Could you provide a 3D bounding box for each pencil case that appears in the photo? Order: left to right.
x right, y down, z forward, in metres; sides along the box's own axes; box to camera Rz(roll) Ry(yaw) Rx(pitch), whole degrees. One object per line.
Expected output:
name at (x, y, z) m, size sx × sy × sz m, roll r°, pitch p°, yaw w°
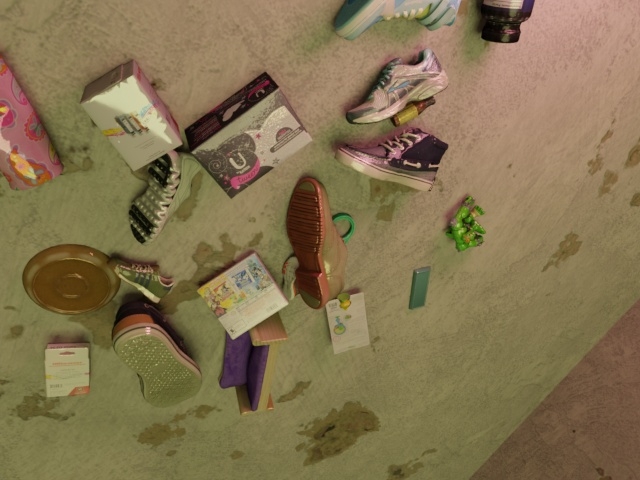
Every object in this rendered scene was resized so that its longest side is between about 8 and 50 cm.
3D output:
pencil case at (-0.647, -0.244, 0.954) m, size 0.124 × 0.124 × 0.284 m, roll -21°, pitch 128°, yaw -7°

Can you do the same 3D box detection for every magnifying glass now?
magnifying glass at (0.052, 0.018, 1.476) m, size 0.092 × 0.026 × 0.231 m, roll -3°, pitch 125°, yaw -20°

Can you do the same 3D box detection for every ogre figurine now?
ogre figurine at (0.488, -0.040, 1.571) m, size 0.118 × 0.097 × 0.197 m, roll -39°, pitch 147°, yaw -16°

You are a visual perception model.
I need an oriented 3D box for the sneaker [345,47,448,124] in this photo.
sneaker at (0.180, -0.394, 1.204) m, size 0.282 × 0.110 × 0.122 m, roll -29°, pitch 111°, yaw -4°

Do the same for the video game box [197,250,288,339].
video game box at (-0.230, 0.164, 1.402) m, size 0.205 × 0.048 × 0.187 m, roll -32°, pitch 102°, yaw 2°

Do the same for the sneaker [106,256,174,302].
sneaker at (-0.484, 0.089, 1.291) m, size 0.086 × 0.064 × 0.192 m, roll -40°, pitch 129°, yaw -1°

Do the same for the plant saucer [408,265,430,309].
plant saucer at (0.365, 0.179, 1.721) m, size 0.067 × 0.018 × 0.192 m, roll -11°, pitch 128°, yaw -14°

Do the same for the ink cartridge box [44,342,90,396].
ink cartridge box at (-0.738, 0.365, 1.376) m, size 0.115 × 0.067 × 0.198 m, roll 3°, pitch 124°, yaw -24°

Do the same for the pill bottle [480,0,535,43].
pill bottle at (0.460, -0.603, 1.137) m, size 0.122 × 0.123 × 0.219 m, roll -10°, pitch 127°, yaw -16°

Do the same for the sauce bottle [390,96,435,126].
sauce bottle at (0.253, -0.355, 1.280) m, size 0.128 × 0.042 × 0.042 m, roll -26°, pitch 129°, yaw 0°

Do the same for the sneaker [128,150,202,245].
sneaker at (-0.385, -0.100, 1.169) m, size 0.118 × 0.110 × 0.292 m, roll -20°, pitch 153°, yaw -55°

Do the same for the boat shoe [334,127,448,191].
boat shoe at (0.202, -0.249, 1.298) m, size 0.340 × 0.127 × 0.158 m, roll 8°, pitch 114°, yaw -36°

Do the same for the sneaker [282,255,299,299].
sneaker at (-0.079, 0.112, 1.481) m, size 0.064 × 0.061 × 0.158 m, roll -21°, pitch 135°, yaw -42°

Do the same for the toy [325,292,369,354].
toy at (0.093, 0.284, 1.661) m, size 0.136 × 0.056 × 0.237 m, roll -14°, pitch 123°, yaw -8°

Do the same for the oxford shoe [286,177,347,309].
oxford shoe at (0.000, 0.000, 1.384) m, size 0.146 × 0.140 × 0.397 m, roll -24°, pitch 123°, yaw -40°

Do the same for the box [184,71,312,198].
box at (-0.172, -0.248, 1.121) m, size 0.247 × 0.142 × 0.163 m, roll -34°, pitch 129°, yaw 4°

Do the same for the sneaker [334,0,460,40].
sneaker at (0.200, -0.532, 1.082) m, size 0.319 × 0.127 × 0.208 m, roll -41°, pitch 127°, yaw 10°

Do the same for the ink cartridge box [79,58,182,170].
ink cartridge box at (-0.406, -0.272, 1.018) m, size 0.127 × 0.128 × 0.176 m, roll -28°, pitch 128°, yaw -1°

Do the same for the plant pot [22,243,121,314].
plant pot at (-0.662, 0.116, 1.253) m, size 0.236 × 0.032 × 0.236 m, roll -10°, pitch 126°, yaw -14°

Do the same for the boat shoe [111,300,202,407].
boat shoe at (-0.488, 0.356, 1.422) m, size 0.186 × 0.156 × 0.500 m, roll -22°, pitch 141°, yaw -12°

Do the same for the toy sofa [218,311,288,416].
toy sofa at (-0.231, 0.410, 1.559) m, size 0.177 × 0.150 × 0.363 m, roll -1°, pitch 123°, yaw -22°
